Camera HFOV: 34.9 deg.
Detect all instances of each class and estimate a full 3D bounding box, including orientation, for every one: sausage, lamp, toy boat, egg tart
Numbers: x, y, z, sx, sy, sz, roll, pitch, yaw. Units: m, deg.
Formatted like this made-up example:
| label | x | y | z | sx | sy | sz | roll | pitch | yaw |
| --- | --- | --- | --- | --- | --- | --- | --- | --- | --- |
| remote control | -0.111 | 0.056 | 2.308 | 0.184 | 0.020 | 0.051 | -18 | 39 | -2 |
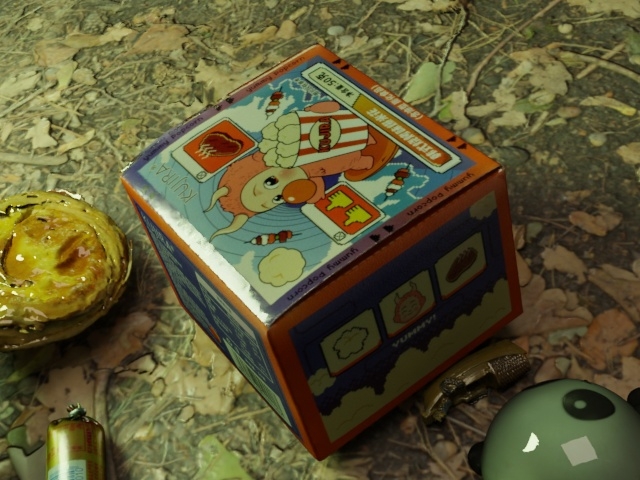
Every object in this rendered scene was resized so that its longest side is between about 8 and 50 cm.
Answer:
| label | x | y | z | sx | sy | sz | roll | pitch | yaw |
| --- | --- | --- | --- | --- | --- | --- | --- | --- | --- |
| sausage | -0.267 | 0.334 | 1.120 | 0.082 | 0.082 | 0.371 | -14 | 49 | -1 |
| lamp | 0.285 | 0.225 | 1.041 | 0.244 | 0.198 | 0.198 | -10 | 48 | -19 |
| toy boat | 0.178 | 0.166 | 1.190 | 0.149 | 0.047 | 0.049 | -28 | 51 | -13 |
| egg tart | -0.391 | 0.048 | 1.356 | 0.297 | 0.132 | 0.297 | 3 | 43 | -3 |

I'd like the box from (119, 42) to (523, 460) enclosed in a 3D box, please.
| label | x | y | z | sx | sy | sz | roll | pitch | yaw |
| --- | --- | --- | --- | --- | --- | --- | --- | --- | --- |
| box | 0.000 | 0.000 | 1.202 | 0.318 | 0.257 | 0.348 | -33 | 45 | -15 |
